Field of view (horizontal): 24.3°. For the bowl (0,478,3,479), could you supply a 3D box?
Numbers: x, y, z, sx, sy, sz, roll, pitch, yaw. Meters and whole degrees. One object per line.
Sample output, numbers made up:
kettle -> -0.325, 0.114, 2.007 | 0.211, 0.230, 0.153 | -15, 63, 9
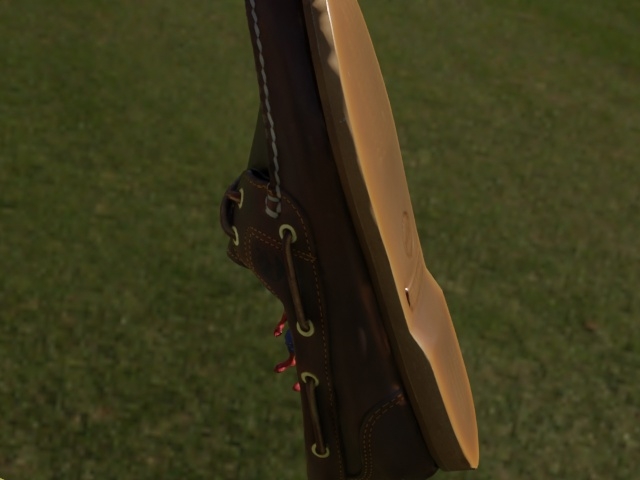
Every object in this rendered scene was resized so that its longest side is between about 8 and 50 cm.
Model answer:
bowl -> -0.252, 0.208, 0.598 | 0.289, 0.156, 0.289 | -14, -3, -1

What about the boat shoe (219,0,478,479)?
boat shoe -> 0.000, 0.000, 0.536 | 0.073, 0.207, 0.073 | -10, 17, 16

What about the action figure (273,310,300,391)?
action figure -> -0.017, 0.075, 1.168 | 0.030, 0.115, 0.038 | -26, 58, -29
